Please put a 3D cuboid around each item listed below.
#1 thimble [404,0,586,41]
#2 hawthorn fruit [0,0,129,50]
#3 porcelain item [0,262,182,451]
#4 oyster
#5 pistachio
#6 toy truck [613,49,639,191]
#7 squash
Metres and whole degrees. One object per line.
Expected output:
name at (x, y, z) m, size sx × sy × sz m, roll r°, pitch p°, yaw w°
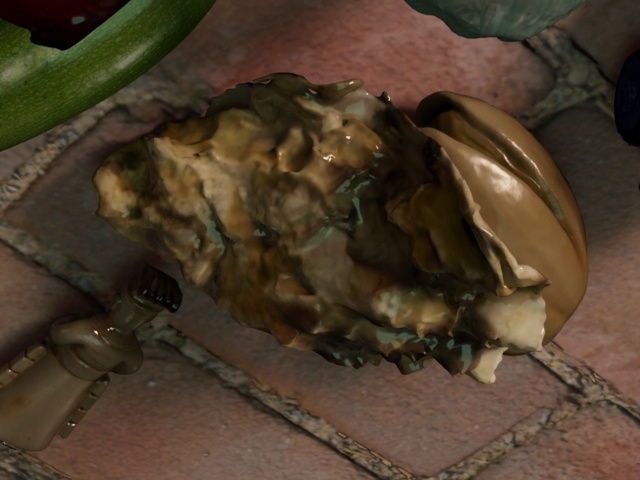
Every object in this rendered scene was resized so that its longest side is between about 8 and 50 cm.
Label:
thimble at (0.083, -0.232, 0.935) m, size 0.235 × 0.198 × 0.143 m, roll 46°, pitch 121°, yaw -4°
hawthorn fruit at (-0.164, -0.238, 0.905) m, size 0.250 × 0.215 × 0.215 m, roll 28°, pitch 127°, yaw -2°
porcelain item at (-0.185, 0.086, 1.295) m, size 0.084 × 0.054 × 0.213 m, roll 28°, pitch 125°, yaw -30°
oyster at (-0.001, 0.001, 1.133) m, size 0.351 × 0.115 × 0.238 m, roll 19°, pitch 137°, yaw 21°
pistachio at (0.122, -0.009, 1.193) m, size 0.136 × 0.136 × 0.226 m, roll -20°, pitch 125°, yaw 13°
toy truck at (0.298, -0.091, 1.091) m, size 0.161 × 0.177 × 0.213 m, roll 6°, pitch 132°, yaw -9°
squash at (-0.221, -0.111, 1.076) m, size 0.395 × 0.107 × 0.107 m, roll -24°, pitch 130°, yaw 15°
